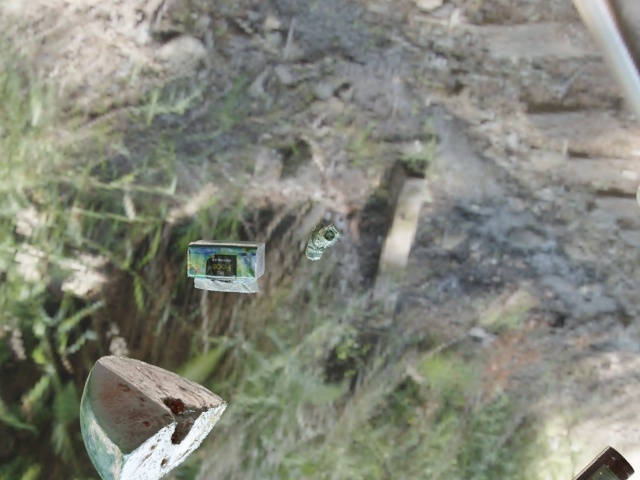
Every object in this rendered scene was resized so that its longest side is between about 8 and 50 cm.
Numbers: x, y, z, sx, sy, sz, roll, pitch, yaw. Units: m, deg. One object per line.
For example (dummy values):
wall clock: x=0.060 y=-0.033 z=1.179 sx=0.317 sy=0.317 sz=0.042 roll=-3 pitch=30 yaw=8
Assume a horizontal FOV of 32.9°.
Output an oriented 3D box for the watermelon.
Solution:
watermelon: x=-0.319 y=0.315 z=1.822 sx=0.188 sy=0.175 sz=0.322 roll=32 pitch=-173 yaw=21

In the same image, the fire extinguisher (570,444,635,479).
fire extinguisher: x=0.481 y=0.479 z=2.042 sx=0.099 sy=0.231 sz=0.071 roll=54 pitch=173 yaw=-31

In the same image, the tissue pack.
tissue pack: x=-0.147 y=0.041 z=1.708 sx=0.111 sy=0.079 sz=0.085 roll=2 pitch=-175 yaw=6

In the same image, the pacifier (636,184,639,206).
pacifier: x=0.354 y=-0.055 z=1.037 sx=0.150 sy=0.127 sz=0.116 roll=35 pitch=134 yaw=-22

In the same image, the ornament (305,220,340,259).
ornament: x=-0.001 y=0.002 z=1.852 sx=0.041 sy=0.068 sz=0.092 roll=24 pitch=176 yaw=-10
